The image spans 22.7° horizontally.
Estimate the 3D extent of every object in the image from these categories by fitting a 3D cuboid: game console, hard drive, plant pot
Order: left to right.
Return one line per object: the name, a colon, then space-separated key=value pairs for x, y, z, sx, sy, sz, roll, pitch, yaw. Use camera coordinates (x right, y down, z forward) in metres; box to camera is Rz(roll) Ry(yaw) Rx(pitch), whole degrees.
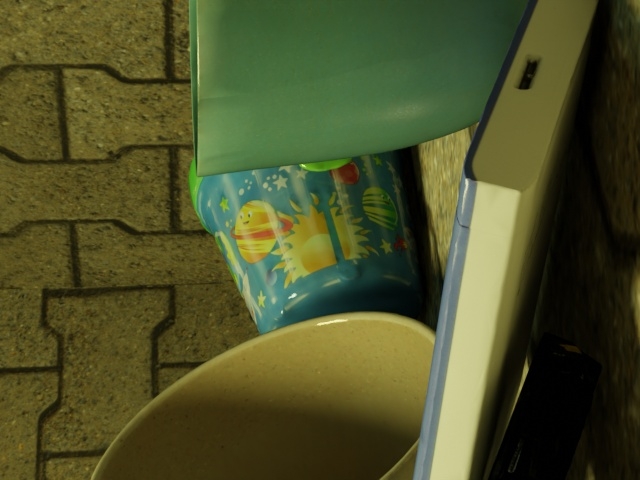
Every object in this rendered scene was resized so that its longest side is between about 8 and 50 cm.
plant pot: x=0.029 y=-0.190 z=1.070 sx=0.293 sy=0.235 sz=0.293 roll=179 pitch=90 yaw=-84
game console: x=0.108 y=0.213 z=0.987 sx=0.361 sy=0.044 sz=0.213 roll=83 pitch=-151 yaw=-64
hard drive: x=0.105 y=0.030 z=0.958 sx=0.210 sy=0.040 sz=0.319 roll=-64 pitch=-16 yaw=-48

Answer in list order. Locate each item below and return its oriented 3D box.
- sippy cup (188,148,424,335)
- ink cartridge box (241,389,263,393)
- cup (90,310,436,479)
sippy cup: x=0.000 y=0.000 z=1.629 sx=0.305 sy=0.240 sz=0.224 roll=34 pitch=-151 yaw=-47
ink cartridge box: x=-0.025 y=0.215 z=1.611 sx=0.296 sy=0.261 sz=0.066 roll=95 pitch=171 yaw=-47
cup: x=-0.002 y=0.252 z=1.359 sx=0.331 sy=0.331 sz=0.237 roll=-104 pitch=-10 yaw=-66
